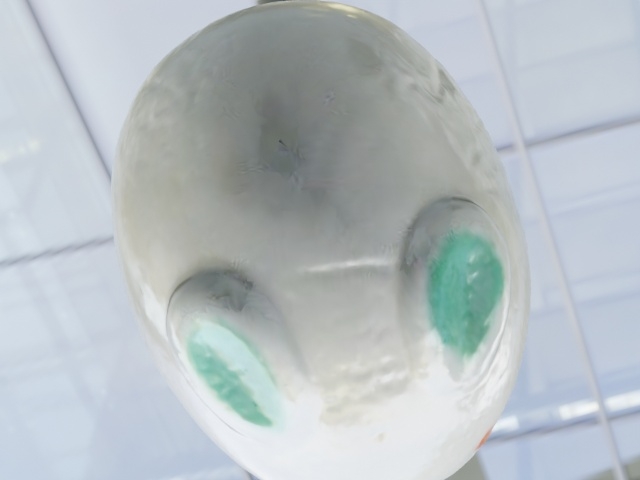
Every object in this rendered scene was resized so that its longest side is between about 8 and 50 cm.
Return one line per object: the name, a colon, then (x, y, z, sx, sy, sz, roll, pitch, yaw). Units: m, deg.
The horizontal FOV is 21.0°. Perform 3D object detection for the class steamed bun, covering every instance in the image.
steamed bun: (0.000, 0.000, 0.747, 0.177, 0.130, 0.228, -14, -105, -1)
